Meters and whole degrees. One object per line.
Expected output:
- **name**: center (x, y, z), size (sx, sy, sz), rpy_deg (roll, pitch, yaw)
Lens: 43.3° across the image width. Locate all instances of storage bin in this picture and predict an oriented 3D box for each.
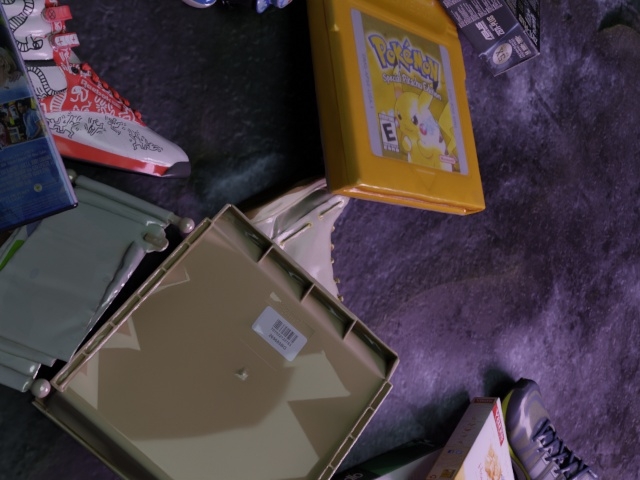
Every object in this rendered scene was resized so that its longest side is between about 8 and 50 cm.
- **storage bin**: center (-0.096, 0.143, 0.818), size (0.262, 0.123, 0.260), rpy_deg (42, 61, -5)

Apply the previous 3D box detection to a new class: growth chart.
- **growth chart**: center (-0.252, 0.028, 0.742), size (0.237, 0.172, 0.021), rpy_deg (-55, 164, -30)

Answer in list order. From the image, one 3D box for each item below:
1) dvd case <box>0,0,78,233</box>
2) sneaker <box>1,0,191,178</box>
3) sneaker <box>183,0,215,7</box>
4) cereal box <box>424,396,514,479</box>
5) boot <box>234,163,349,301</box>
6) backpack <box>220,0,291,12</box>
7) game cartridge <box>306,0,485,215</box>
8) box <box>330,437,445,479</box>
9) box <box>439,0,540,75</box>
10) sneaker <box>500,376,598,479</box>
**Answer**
- **dvd case**: center (-0.333, -0.117, 0.671), size (0.180, 0.022, 0.253), rpy_deg (-20, 97, -8)
- **sneaker**: center (-0.234, -0.148, 0.778), size (0.270, 0.090, 0.145), rpy_deg (11, 90, -36)
- **sneaker**: center (-0.144, -0.324, 0.860), size (0.058, 0.084, 0.152), rpy_deg (-45, 117, -31)
- **cereal box**: center (0.216, 0.349, 1.133), size (0.240, 0.047, 0.173), rpy_deg (-34, 116, -57)
- **boot**: center (0.000, 0.000, 0.990), size (0.213, 0.077, 0.165), rpy_deg (-28, 109, -36)
- **backpack**: center (-0.055, -0.324, 0.918), size (0.105, 0.084, 0.114), rpy_deg (98, 16, -47)
- **game cartridge**: center (0.100, -0.203, 1.032), size (0.285, 0.052, 0.324), rpy_deg (5, 76, -47)
- **box**: center (0.050, 0.417, 1.044), size (0.322, 0.058, 0.232), rpy_deg (-11, 97, -41)
- **box**: center (0.239, -0.356, 1.157), size (0.180, 0.077, 0.147), rpy_deg (43, 41, -32)
- **sneaker**: center (0.367, 0.346, 1.266), size (0.111, 0.121, 0.300), rpy_deg (-37, 112, -34)
